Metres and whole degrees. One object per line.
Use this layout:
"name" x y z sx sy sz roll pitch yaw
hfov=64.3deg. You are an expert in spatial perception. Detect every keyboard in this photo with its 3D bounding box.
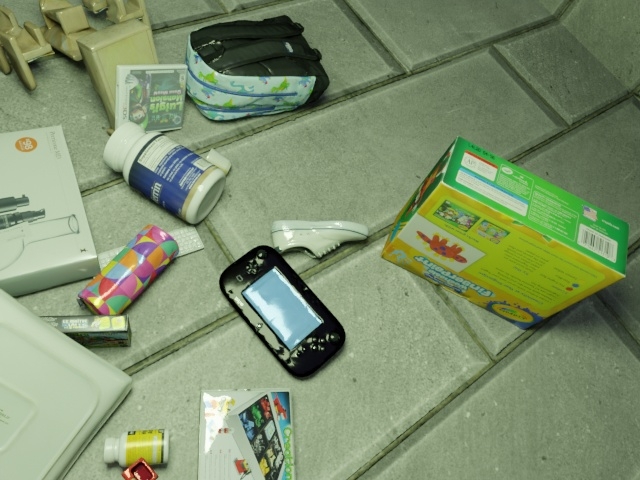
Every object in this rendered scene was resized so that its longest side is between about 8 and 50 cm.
"keyboard" -0.409 0.029 1.200 0.256 0.014 0.072 -20 70 -25

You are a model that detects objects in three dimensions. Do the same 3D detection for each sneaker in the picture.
"sneaker" 0.000 0.000 1.305 0.258 0.094 0.091 0 81 -12

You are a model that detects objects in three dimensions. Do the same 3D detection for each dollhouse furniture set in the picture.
"dollhouse furniture set" -0.595 -0.473 1.340 0.394 0.257 0.362 33 55 28

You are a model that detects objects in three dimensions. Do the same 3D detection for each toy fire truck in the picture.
"toy fire truck" -0.377 0.476 0.895 0.047 0.135 0.192 44 59 10

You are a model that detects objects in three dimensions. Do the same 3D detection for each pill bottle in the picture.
"pill bottle" -0.377 -0.168 1.235 0.264 0.153 0.153 32 58 2
"pill bottle" -0.354 0.402 0.984 0.116 0.065 0.065 1 62 -16

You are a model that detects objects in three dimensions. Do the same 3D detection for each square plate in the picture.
"square plate" -0.560 0.303 0.880 0.347 0.049 0.344 45 61 -24

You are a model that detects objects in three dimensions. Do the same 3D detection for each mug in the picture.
"mug" -0.274 -0.195 1.345 0.064 0.078 0.062 25 25 -12

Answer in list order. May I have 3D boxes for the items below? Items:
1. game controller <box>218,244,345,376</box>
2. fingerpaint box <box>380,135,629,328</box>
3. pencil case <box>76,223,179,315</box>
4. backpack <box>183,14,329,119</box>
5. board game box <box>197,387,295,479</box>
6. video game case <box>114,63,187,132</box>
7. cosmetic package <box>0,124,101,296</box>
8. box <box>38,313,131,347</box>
"game controller" -0.091 0.161 1.192 0.166 0.067 0.319 -36 76 -29
"fingerpaint box" 0.428 0.001 1.255 0.444 0.371 0.163 26 59 -1
"pencil case" -0.418 0.073 1.115 0.104 0.104 0.236 36 63 4
"backpack" -0.206 -0.477 1.417 0.355 0.273 0.290 -16 69 -47
"board game box" -0.148 0.457 1.022 0.192 0.053 0.305 3 62 -14
"video game case" -0.425 -0.355 1.284 0.022 0.173 0.190 34 35 28
"cosmetic package" -0.677 -0.066 1.121 0.284 0.097 0.377 -15 66 -25
"box" -0.496 0.186 1.030 0.206 0.114 0.036 1 62 -16
